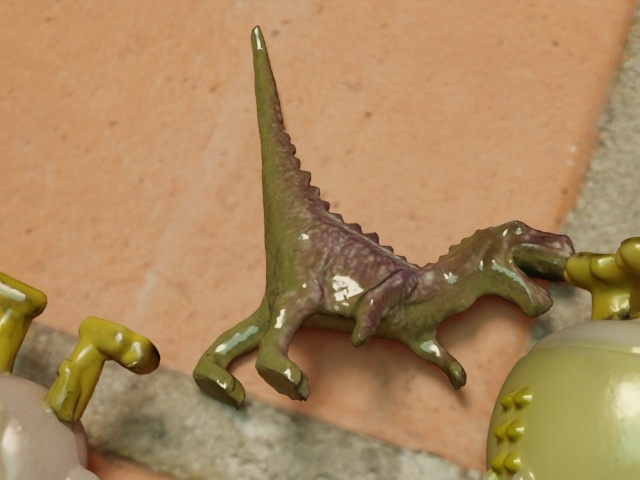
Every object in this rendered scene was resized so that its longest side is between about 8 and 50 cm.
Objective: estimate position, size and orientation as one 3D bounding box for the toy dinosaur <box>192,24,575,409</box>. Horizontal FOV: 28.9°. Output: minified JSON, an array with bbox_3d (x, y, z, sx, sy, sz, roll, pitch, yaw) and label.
[{"bbox_3d":[0.001,0.003,0.704,0.251,0.072,0.200,27,63,30],"label":"toy dinosaur"}]

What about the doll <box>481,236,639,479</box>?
[{"bbox_3d":[0.118,0.140,0.578,0.117,0.141,0.296,32,69,-18],"label":"doll"}]

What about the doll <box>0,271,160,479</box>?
[{"bbox_3d":[-0.210,0.195,0.627,0.160,0.094,0.365,22,71,20],"label":"doll"}]
